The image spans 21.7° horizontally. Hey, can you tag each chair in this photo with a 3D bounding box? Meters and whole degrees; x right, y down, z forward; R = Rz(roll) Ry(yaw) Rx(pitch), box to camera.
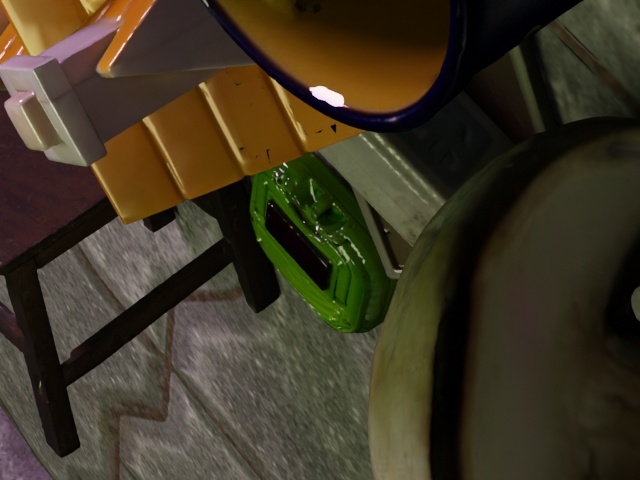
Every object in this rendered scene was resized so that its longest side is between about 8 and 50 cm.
[{"bbox_3d":[-0.211,-0.077,1.299,0.203,0.240,0.416,38,153,41],"label":"chair"}]

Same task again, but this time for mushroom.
[{"bbox_3d":[0.106,0.082,0.825,0.164,0.189,0.267,152,113,-66],"label":"mushroom"}]

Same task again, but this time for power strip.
[{"bbox_3d":[0.001,-0.103,0.904,0.272,0.078,0.052,45,143,-6],"label":"power strip"}]

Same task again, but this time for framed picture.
[{"bbox_3d":[0.070,-0.060,0.964,0.150,0.015,0.203,0,125,37],"label":"framed picture"}]

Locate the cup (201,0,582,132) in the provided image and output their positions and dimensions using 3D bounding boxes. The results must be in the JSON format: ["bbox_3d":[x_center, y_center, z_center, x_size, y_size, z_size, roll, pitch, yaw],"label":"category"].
[{"bbox_3d":[0.087,-0.185,0.501,0.178,0.256,0.255,54,159,4],"label":"cup"}]

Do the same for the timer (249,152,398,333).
[{"bbox_3d":[0.000,0.000,1.226,0.140,0.047,0.128,48,156,19],"label":"timer"}]

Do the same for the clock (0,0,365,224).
[{"bbox_3d":[-0.026,-0.139,0.730,0.235,0.309,0.166,11,132,60],"label":"clock"}]
